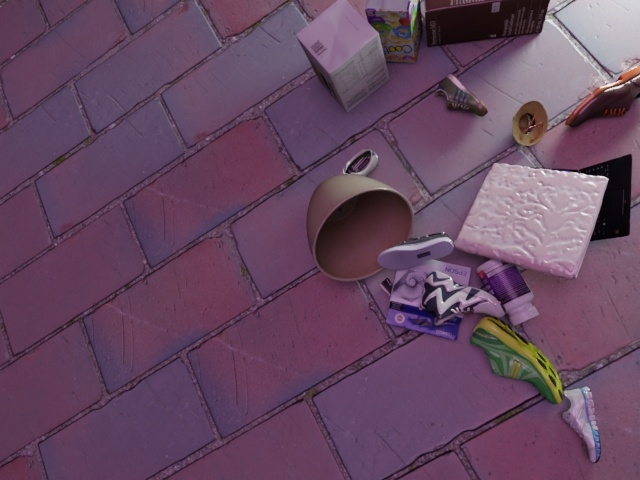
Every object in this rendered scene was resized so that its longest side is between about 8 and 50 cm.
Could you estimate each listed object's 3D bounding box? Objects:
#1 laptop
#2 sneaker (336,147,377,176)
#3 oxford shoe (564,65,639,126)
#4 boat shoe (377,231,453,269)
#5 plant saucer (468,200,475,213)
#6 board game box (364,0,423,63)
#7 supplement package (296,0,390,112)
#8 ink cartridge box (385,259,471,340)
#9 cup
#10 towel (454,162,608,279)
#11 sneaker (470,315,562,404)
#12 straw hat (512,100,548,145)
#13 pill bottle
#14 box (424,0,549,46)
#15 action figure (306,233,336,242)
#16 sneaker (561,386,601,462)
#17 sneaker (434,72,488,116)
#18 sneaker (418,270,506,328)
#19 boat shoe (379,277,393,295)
[{"bbox_3d":[0.731,-0.121,1.384,0.136,0.264,0.234,12,79,-19],"label":"laptop"},{"bbox_3d":[0.090,-0.210,1.610,0.094,0.091,0.258,38,89,20],"label":"sneaker"},{"bbox_3d":[0.872,-0.414,1.439,0.271,0.097,0.098,-34,76,6],"label":"oxford shoe"},{"bbox_3d":[0.282,0.023,1.444,0.228,0.080,0.076,-18,32,14],"label":"boat shoe"},{"bbox_3d":[0.557,-0.064,1.464,0.198,0.036,0.199,-7,71,20],"label":"plant saucer"},{"bbox_3d":[0.252,-0.732,1.591,0.142,0.275,0.144,10,80,18],"label":"board game box"},{"bbox_3d":[0.084,-0.616,1.617,0.198,0.262,0.199,-38,70,5],"label":"supplement package"},{"bbox_3d":[0.326,0.166,1.448,0.223,0.045,0.224,12,73,10],"label":"ink cartridge box"},{"bbox_3d":[0.089,-0.074,1.488,0.331,0.331,0.237,-37,42,5],"label":"cup"},{"bbox_3d":[0.594,-0.067,1.360,0.331,0.053,0.317,17,69,37],"label":"towel"},{"bbox_3d":[0.554,0.345,1.356,0.295,0.109,0.123,44,119,16],"label":"sneaker"},{"bbox_3d":[0.639,-0.369,1.504,0.144,0.144,0.061,-48,29,1],"label":"straw hat"},{"bbox_3d":[0.546,0.145,1.388,0.108,0.108,0.194,-27,71,8],"label":"pill bottle"},{"bbox_3d":[0.536,-0.770,1.566,0.381,0.191,0.143,0,77,16],"label":"box"},{"bbox_3d":[0.000,0.000,1.619,0.115,0.030,0.038,25,79,25],"label":"action figure"},{"bbox_3d":[0.700,0.496,1.289,0.082,0.071,0.191,-9,66,20],"label":"sneaker"},{"bbox_3d":[0.459,-0.461,1.586,0.086,0.064,0.192,-41,70,11],"label":"sneaker"},{"bbox_3d":[0.388,0.200,1.358,0.234,0.094,0.153,27,78,13],"label":"sneaker"},{"bbox_3d":[0.238,0.171,1.504,0.038,0.046,0.125,-45,61,7],"label":"boat shoe"}]
